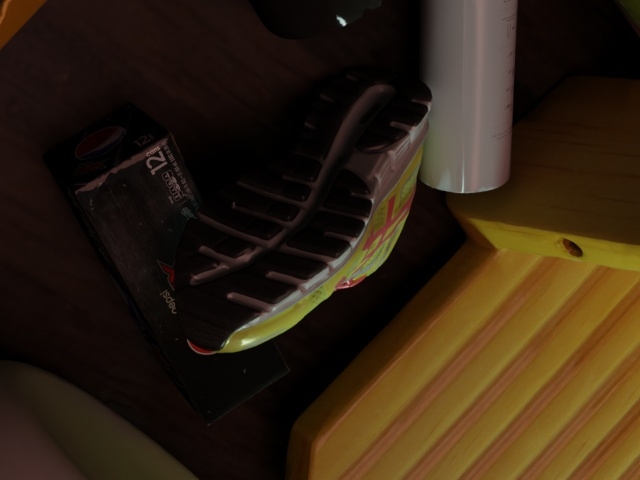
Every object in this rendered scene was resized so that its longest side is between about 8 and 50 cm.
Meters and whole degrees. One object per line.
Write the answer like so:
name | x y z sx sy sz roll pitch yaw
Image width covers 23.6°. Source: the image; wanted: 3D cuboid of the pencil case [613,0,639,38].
pencil case | 0.229 -0.143 0.874 0.124 0.124 0.284 -50 125 1

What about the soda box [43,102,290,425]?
soda box | -0.080 0.015 0.813 0.060 0.053 0.169 -32 124 -11

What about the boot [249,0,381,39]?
boot | 0.041 -0.282 0.690 0.348 0.131 0.260 -40 126 -6

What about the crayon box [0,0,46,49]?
crayon box | -0.230 -0.182 0.579 0.203 0.083 0.323 -48 141 -7

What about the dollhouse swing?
dollhouse swing | 0.214 0.132 0.902 0.305 0.315 0.347 -55 129 -21

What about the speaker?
speaker | 0.081 -0.096 0.848 0.055 0.055 0.136 -14 119 -23

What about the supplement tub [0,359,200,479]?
supplement tub | -0.181 0.242 0.756 0.316 0.228 0.228 -50 126 0

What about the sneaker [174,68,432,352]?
sneaker | 0.000 0.000 0.801 0.208 0.081 0.094 -47 148 -39
